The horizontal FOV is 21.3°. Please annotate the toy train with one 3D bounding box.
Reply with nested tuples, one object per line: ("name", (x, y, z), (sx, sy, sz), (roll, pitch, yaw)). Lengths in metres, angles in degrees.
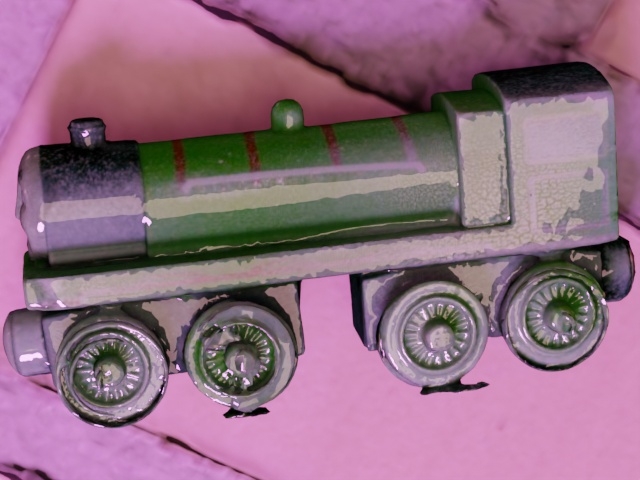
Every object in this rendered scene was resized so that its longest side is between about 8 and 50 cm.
("toy train", (0.000, 0.000, 0.662), (0.251, 0.085, 0.119), (-6, 104, -8))
